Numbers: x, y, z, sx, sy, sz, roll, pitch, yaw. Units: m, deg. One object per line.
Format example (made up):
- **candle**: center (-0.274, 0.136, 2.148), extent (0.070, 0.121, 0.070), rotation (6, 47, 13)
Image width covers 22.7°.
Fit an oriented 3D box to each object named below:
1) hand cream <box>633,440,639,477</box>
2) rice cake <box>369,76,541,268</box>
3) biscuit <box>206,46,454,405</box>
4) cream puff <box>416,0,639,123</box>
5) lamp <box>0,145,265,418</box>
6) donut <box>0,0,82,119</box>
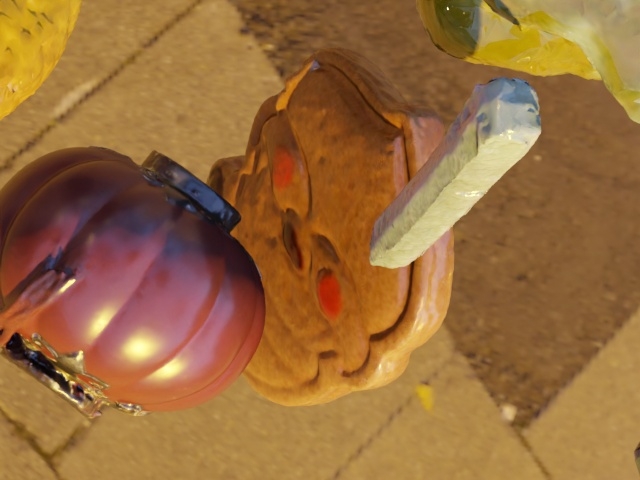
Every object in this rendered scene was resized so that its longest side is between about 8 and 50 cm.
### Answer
- **hand cream**: center (0.276, 0.245, 1.172), extent (0.055, 0.086, 0.235), rotation (-10, 74, 5)
- **rice cake**: center (0.064, -0.029, 0.820), extent (0.033, 0.208, 0.033), rotation (3, 70, -14)
- **biscuit**: center (-0.001, 0.000, 1.688), extent (0.078, 0.455, 0.350), rotation (-8, 66, -34)
- **cream puff**: center (0.214, -0.207, 0.826), extent (0.378, 0.275, 0.378), rotation (4, 111, 12)
- **lamp**: center (-0.200, 0.042, 1.596), extent (0.303, 0.303, 0.257), rotation (42, 80, -31)
- **donut**: center (-0.281, -0.213, 0.746), extent (0.377, 0.163, 0.435), rotation (-31, 113, -58)
